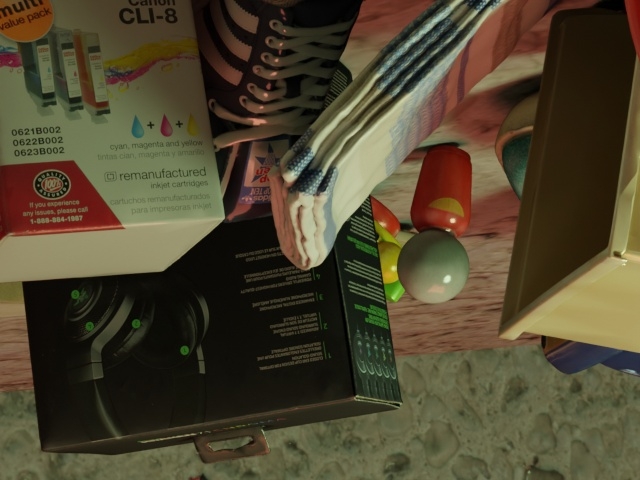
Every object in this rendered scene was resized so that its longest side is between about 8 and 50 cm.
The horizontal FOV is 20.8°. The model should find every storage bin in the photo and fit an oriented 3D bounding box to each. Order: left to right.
[{"bbox_3d":[0.217,-0.074,1.091,0.123,0.260,0.262,11,166,-4],"label":"storage bin"}]

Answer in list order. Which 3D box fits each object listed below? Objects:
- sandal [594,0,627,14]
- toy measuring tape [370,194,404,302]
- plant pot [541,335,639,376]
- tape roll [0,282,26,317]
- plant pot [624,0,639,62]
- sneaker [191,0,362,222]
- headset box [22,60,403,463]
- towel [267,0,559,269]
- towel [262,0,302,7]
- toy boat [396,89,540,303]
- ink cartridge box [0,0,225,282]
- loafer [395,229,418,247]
[{"bbox_3d":[0.247,-0.144,1.326,0.067,0.040,0.179,-14,168,22],"label":"sandal"},{"bbox_3d":[0.000,0.000,1.820,0.121,0.121,0.330,-4,-173,-21],"label":"toy measuring tape"},{"bbox_3d":[0.356,0.031,1.883,0.212,0.236,0.236,0,169,-8],"label":"plant pot"},{"bbox_3d":[-0.235,0.006,1.684,0.392,0.072,0.392,-7,170,-1],"label":"tape roll"},{"bbox_3d":[0.323,-0.146,0.836,0.243,0.275,0.275,-16,175,-31],"label":"plant pot"},{"bbox_3d":[-0.023,-0.102,1.027,0.099,0.153,0.282,-4,169,-25],"label":"sneaker"},{"bbox_3d":[-0.085,0.022,1.294,0.246,0.283,0.131,-12,169,15],"label":"headset box"},{"bbox_3d":[0.078,-0.101,0.989,0.285,0.034,0.209,-45,172,-9],"label":"towel"},{"bbox_3d":[0.010,-0.206,0.724,0.324,0.056,0.312,-15,159,34],"label":"towel"},{"bbox_3d":[0.211,-0.026,1.546,0.318,0.148,0.267,-8,152,37],"label":"toy boat"},{"bbox_3d":[-0.144,-0.076,1.014,0.128,0.176,0.127,-5,167,-22],"label":"ink cartridge box"},{"bbox_3d":[0.001,0.046,2.029,0.269,0.092,0.102,-10,170,10],"label":"loafer"}]
